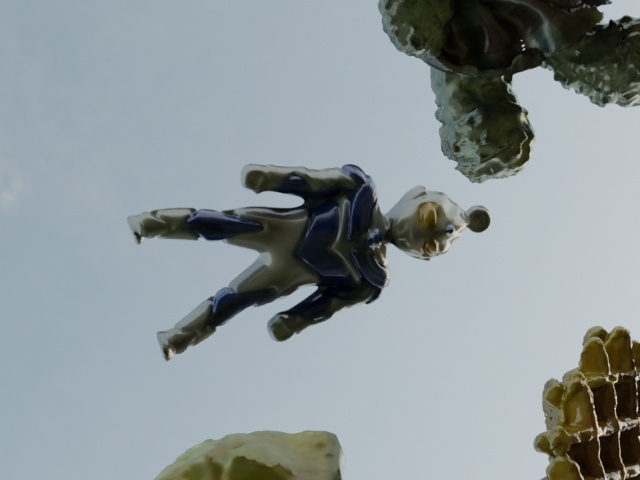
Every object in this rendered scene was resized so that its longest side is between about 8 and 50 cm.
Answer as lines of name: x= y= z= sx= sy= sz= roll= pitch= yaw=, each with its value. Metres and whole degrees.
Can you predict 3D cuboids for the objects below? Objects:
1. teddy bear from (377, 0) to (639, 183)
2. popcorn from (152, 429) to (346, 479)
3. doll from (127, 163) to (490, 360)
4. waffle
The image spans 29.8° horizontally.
teddy bear: x=0.081 y=-0.143 z=0.551 sx=0.133 sy=0.111 sz=0.213 roll=-26 pitch=-55 yaw=-3
popcorn: x=-0.042 y=0.297 z=0.955 sx=0.276 sy=0.276 sz=0.225 roll=2 pitch=-51 yaw=-18
doll: x=0.000 y=0.000 z=0.753 sx=0.227 sy=0.057 sz=0.114 roll=-14 pitch=-82 yaw=-13
waffle: x=0.261 y=0.227 z=1.092 sx=0.260 sy=0.069 sz=0.293 roll=49 pitch=-134 yaw=-34
